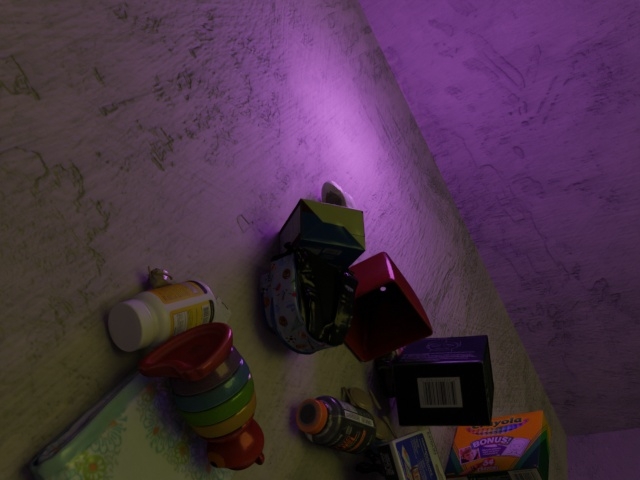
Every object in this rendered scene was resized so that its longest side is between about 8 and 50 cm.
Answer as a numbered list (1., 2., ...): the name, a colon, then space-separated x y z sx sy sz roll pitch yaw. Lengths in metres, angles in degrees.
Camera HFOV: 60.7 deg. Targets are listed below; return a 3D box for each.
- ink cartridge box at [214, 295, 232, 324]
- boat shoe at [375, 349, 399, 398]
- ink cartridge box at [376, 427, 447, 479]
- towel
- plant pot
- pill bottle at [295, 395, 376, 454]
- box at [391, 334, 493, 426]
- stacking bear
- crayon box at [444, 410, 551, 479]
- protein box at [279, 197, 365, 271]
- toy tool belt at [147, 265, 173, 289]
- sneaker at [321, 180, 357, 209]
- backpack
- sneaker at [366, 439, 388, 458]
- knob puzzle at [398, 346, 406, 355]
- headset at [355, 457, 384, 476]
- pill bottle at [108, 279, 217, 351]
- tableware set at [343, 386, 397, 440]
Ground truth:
1. ink cartridge box: -0.260 0.195 1.322 0.063 0.029 0.115 54 33 -23
2. boat shoe: 0.233 0.438 1.906 0.073 0.080 0.224 5 72 -62
3. ink cartridge box: 0.287 0.717 1.577 0.307 0.072 0.304 21 48 -59
4. towel: -0.317 0.421 1.041 0.321 0.090 0.374 62 32 -11
5. plant pot: 0.186 0.197 1.827 0.267 0.267 0.236 51 23 -28
6. pill bottle: 0.039 0.506 1.511 0.245 0.130 0.131 35 45 -43
7. box: 0.438 0.476 1.903 0.395 0.293 0.212 -10 93 -70
8. stacking bear: -0.198 0.323 1.067 0.164 0.175 0.289 -42 120 -50
9. crayon box: 0.691 0.822 2.122 0.106 0.362 0.313 62 31 -11
10. protein box: 0.000 0.000 1.613 0.199 0.201 0.136 10 59 -19
11. toy tool belt: -0.356 0.084 1.214 0.051 0.052 0.083 50 -7 15
12. sneaker: 0.070 -0.146 2.007 0.232 0.090 0.115 54 26 -40
13. backpack: -0.042 0.177 1.504 0.276 0.213 0.264 27 42 -41
14. sneaker: 0.159 0.635 1.690 0.162 0.063 0.073 37 47 -40
15. knob puzzle: 0.287 0.424 2.048 0.213 0.030 0.213 35 45 -44
16. headset: 0.214 0.843 1.624 0.243 0.185 0.395 -31 114 -63
17. pill bottle: -0.328 0.157 1.150 0.208 0.119 0.119 -11 82 -59
18. tableware set: 0.141 0.538 1.682 0.128 0.039 0.194 18 27 -37
